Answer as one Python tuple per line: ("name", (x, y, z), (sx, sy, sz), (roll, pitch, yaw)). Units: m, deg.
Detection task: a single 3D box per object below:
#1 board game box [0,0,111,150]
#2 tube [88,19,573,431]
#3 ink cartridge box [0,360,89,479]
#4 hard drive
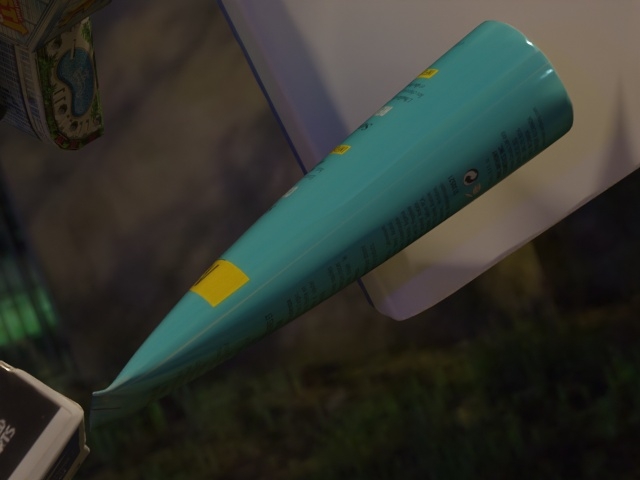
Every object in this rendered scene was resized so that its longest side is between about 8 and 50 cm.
("board game box", (-0.174, -0.134, 0.932), (0.194, 0.194, 0.060), (27, 49, 28))
("tube", (0.000, 0.000, 0.650), (0.207, 0.052, 0.080), (-38, -11, -15))
("ink cartridge box", (-0.242, 0.218, 1.026), (0.303, 0.072, 0.307), (-56, 1, -13))
("hard drive", (0.044, -0.156, 0.716), (0.210, 0.318, 0.040), (-33, 22, -16))
